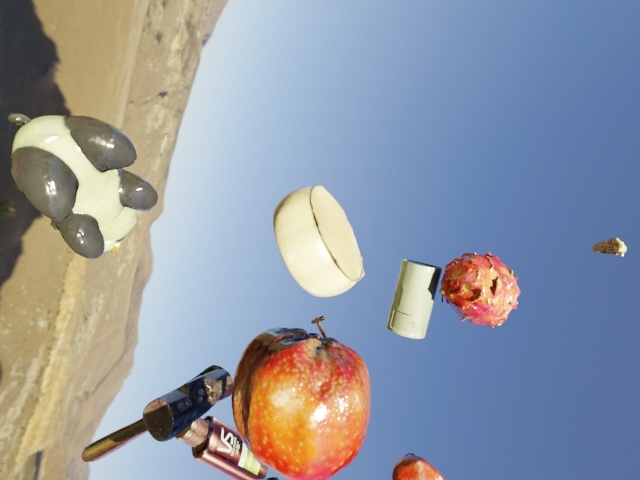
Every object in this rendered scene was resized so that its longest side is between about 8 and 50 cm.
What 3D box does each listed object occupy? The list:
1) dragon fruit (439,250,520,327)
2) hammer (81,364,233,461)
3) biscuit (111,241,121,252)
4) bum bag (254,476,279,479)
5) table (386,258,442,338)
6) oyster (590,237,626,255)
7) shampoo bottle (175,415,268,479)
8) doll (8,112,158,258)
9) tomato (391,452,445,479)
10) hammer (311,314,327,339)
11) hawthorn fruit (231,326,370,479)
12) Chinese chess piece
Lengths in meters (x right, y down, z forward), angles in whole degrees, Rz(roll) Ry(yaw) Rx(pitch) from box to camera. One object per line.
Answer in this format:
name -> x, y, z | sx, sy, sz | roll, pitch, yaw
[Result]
dragon fruit -> 0.472, 0.150, 1.180 | 0.205, 0.268, 0.210 | -9, -142, 45
hammer -> -0.436, 0.467, 1.025 | 0.409, 0.242, 0.095 | -33, -97, 15
biscuit -> -0.681, -0.059, 1.361 | 0.301, 0.049, 0.196 | -39, -134, 50
bum bag -> -0.192, 0.464, 0.622 | 0.074, 0.310, 0.137 | 57, -9, 31
table -> 0.288, 0.177, 1.252 | 0.126, 0.127, 0.219 | 23, -78, 65
oyster -> 0.783, 0.017, 1.105 | 0.083, 0.081, 0.038 | -4, -66, 43
shampoo bottle -> -0.281, 0.604, 1.181 | 0.084, 0.323, 0.129 | -27, -148, 22
doll -> -0.335, -0.073, 0.582 | 0.143, 0.135, 0.234 | -48, 154, -27
tomato -> 0.330, 0.820, 1.363 | 0.151, 0.187, 0.187 | -40, 180, -41
hammer -> 0.023, 0.389, 1.624 | 0.065, 0.021, 0.178 | -31, -105, 19
hawthorn fruit -> -0.043, 0.315, 0.719 | 0.254, 0.254, 0.300 | 6, -99, 65
Chinese chess piece -> 0.000, 0.000, 1.206 | 0.141, 0.338, 0.337 | -24, -134, 19
